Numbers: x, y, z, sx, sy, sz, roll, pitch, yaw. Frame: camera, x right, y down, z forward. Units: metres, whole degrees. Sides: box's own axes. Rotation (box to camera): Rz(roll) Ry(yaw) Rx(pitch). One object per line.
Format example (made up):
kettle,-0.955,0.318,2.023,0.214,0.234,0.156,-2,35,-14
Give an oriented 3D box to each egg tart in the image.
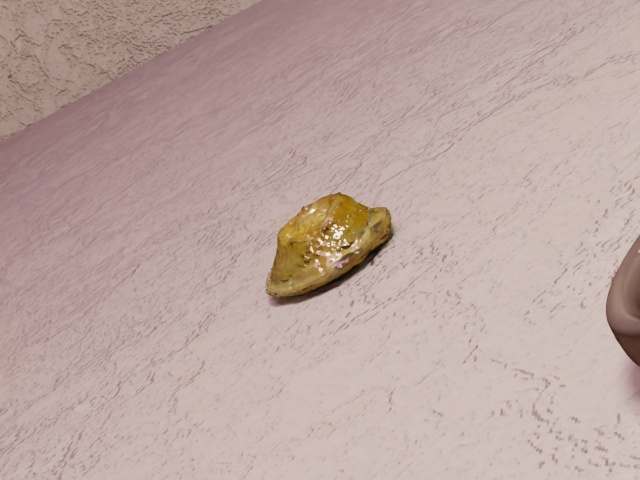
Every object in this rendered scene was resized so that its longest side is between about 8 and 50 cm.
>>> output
egg tart,0.000,0.000,1.305,0.129,0.049,0.129,-30,17,10

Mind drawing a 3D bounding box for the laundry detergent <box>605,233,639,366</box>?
laundry detergent,0.222,0.026,0.807,0.171,0.076,0.237,-16,24,44
